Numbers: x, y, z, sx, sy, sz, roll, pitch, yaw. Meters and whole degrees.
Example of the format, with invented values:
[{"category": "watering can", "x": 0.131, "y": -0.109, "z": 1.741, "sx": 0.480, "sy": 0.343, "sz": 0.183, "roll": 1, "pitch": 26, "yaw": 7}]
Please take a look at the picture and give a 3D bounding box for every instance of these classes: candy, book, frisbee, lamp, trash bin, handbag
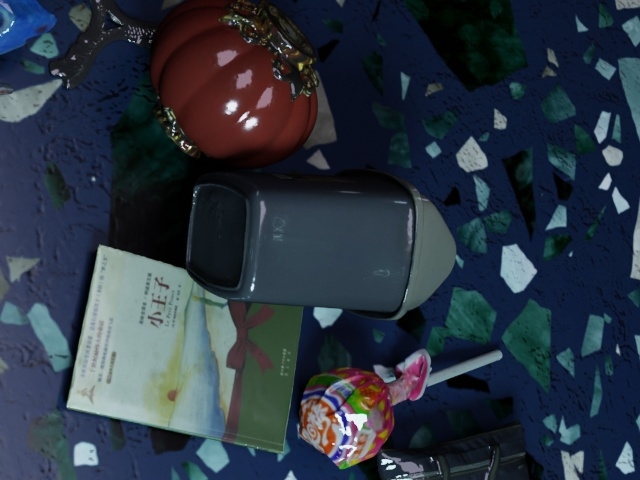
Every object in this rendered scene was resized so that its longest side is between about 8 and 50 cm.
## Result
[{"category": "candy", "x": 0.122, "y": 0.195, "z": 1.536, "sx": 0.365, "sy": 0.124, "sz": 0.124, "roll": -13, "pitch": 87, "yaw": -41}, {"category": "book", "x": -0.156, "y": 0.136, "z": 1.416, "sx": 0.289, "sy": 0.026, "sz": 0.201, "roll": 17, "pitch": 72, "yaw": -27}, {"category": "frisbee", "x": -0.264, "y": -0.257, "z": 1.442, "sx": 0.211, "sy": 0.012, "sz": 0.187, "roll": 40, "pitch": 63, "yaw": -19}, {"category": "lamp", "x": -0.109, "y": -0.187, "z": 1.412, "sx": 0.226, "sy": 0.227, "sz": 0.227, "roll": 7, "pitch": 76, "yaw": -29}, {"category": "trash bin", "x": 0.000, "y": 0.000, "z": 1.416, "sx": 0.290, "sy": 0.209, "sz": 0.182, "roll": 3, "pitch": 99, "yaw": -32}, {"category": "handbag", "x": 0.185, "y": 0.356, "z": 1.537, "sx": 0.254, "sy": 0.088, "sz": 0.211, "roll": -6, "pitch": 89, "yaw": -32}]

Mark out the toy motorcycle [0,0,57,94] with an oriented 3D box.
[{"category": "toy motorcycle", "x": -0.428, "y": -0.294, "z": 1.287, "sx": 0.319, "sy": 0.241, "sz": 0.182, "roll": 12, "pitch": 34, "yaw": -22}]
